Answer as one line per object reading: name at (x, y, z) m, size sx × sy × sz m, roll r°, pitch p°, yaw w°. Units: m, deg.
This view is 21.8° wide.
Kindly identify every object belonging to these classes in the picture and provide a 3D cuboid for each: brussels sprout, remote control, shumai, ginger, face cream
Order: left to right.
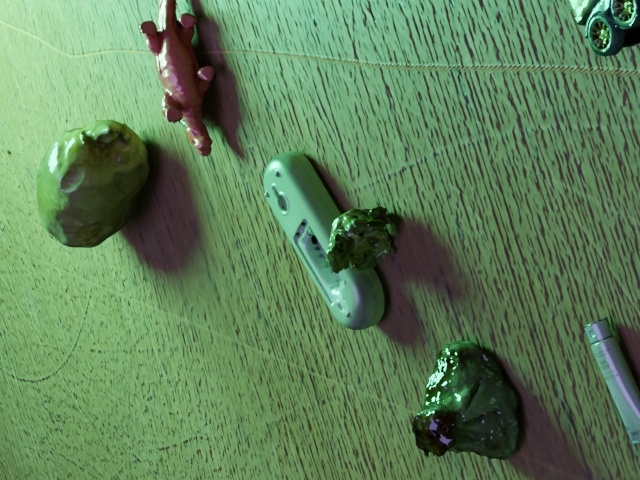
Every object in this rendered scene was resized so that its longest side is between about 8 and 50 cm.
ginger at (-0.302, -0.073, 2.144) m, size 0.267 × 0.138 × 0.152 m, roll -27°, pitch 76°, yaw 64°
remote control at (0.000, 0.000, 1.786) m, size 0.221 × 0.042 × 0.078 m, roll 59°, pitch 147°, yaw 22°
brussels sprout at (0.040, -0.007, 1.696) m, size 0.085 × 0.085 × 0.058 m, roll -44°, pitch 65°, yaw 56°
shumai at (0.129, 0.165, 1.618) m, size 0.124 × 0.087 × 0.099 m, roll 61°, pitch 148°, yaw 22°
face cream at (0.262, 0.123, 1.450) m, size 0.038 × 0.020 × 0.115 m, roll -32°, pitch 80°, yaw 58°

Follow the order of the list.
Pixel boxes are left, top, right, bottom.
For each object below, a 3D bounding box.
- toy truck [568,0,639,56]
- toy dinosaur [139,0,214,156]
toy truck at (0.251, -0.226, 1.239) m, size 0.116 × 0.085 × 0.191 m, roll 66°, pitch 151°, yaw 21°
toy dinosaur at (-0.179, -0.232, 1.963) m, size 0.139 × 0.070 × 0.286 m, roll 142°, pitch 111°, yaw -81°
